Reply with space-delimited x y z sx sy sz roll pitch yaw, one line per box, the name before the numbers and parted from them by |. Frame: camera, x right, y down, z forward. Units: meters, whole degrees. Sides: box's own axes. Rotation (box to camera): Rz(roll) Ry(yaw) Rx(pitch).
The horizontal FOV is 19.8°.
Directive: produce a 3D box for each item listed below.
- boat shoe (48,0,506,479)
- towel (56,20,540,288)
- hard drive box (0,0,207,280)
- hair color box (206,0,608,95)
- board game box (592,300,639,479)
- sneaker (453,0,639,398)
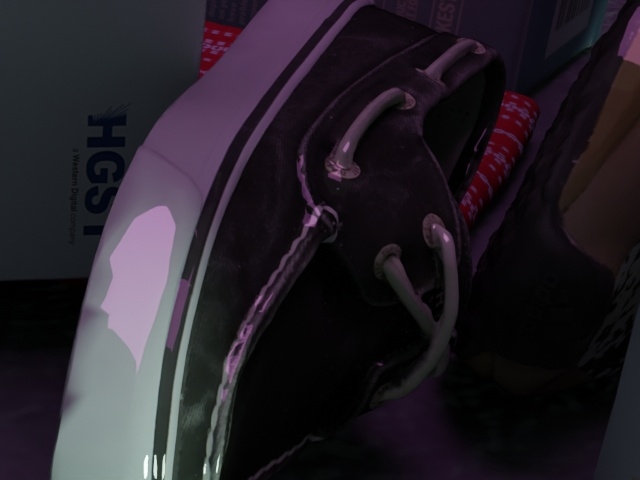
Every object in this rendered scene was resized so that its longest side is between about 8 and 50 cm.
boat shoe | 0.000 0.000 0.415 0.070 0.077 0.219 13 34 8
towel | -0.041 -0.037 0.616 0.199 0.031 0.275 15 20 12
hard drive box | -0.145 -0.085 0.417 0.232 0.181 0.089 -2 34 -13
hair color box | -0.056 -0.172 0.861 0.375 0.113 0.185 17 20 16
board game box | 0.189 -0.034 0.309 0.224 0.303 0.097 4 22 -18
sneaker | 0.206 -0.019 0.550 0.410 0.158 0.182 -18 51 -45
